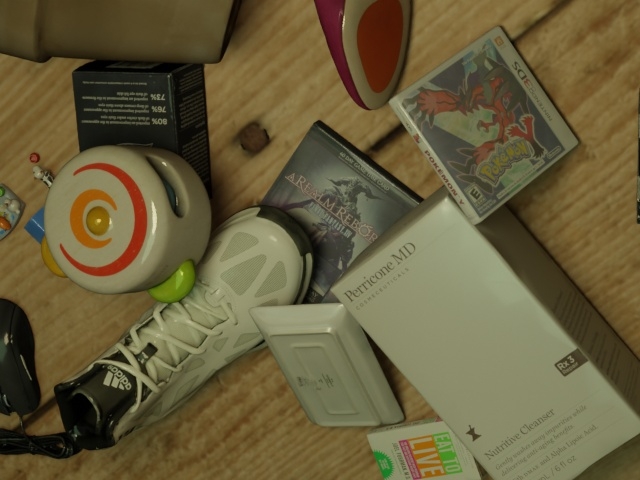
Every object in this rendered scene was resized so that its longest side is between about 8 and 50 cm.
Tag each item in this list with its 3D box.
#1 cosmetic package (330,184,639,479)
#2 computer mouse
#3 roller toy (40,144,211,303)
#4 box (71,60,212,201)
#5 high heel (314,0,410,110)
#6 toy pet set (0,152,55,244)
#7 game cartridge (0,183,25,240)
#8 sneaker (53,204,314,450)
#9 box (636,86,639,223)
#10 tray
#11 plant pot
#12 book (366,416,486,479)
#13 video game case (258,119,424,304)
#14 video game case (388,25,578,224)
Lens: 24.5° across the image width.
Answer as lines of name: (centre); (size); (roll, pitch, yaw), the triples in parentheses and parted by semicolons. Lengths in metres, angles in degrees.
cosmetic package: (0.224, 0.122, 1.893); (0.385, 0.156, 0.217); (47, 115, -4)
computer mouse: (-0.445, 0.221, 2.238); (0.184, 0.060, 0.262); (5, 109, 20)
roller toy: (-0.253, -0.028, 1.900); (0.209, 0.146, 0.191); (17, 99, 25)
box: (-0.242, -0.140, 2.021); (0.153, 0.108, 0.207); (4, 108, 19)
high heel: (0.007, -0.355, 1.886); (0.181, 0.127, 0.377); (16, 119, 46)
toy pet set: (-0.424, -0.044, 2.133); (0.122, 0.065, 0.114); (-43, 94, 15)
game cartridge: (-0.475, -0.037, 2.193); (0.056, 0.017, 0.083); (41, 116, 0)
sneaker: (-0.193, 0.149, 1.991); (0.169, 0.257, 0.447); (45, 122, 1)
box: (0.496, -0.103, 1.788); (0.220, 0.051, 0.175); (3, 108, 19)
tray: (0.009, 0.179, 1.994); (0.145, 0.030, 0.270); (-3, 139, 22)
plant pot: (-0.234, -0.355, 1.866); (0.280, 0.323, 0.323); (16, 112, -2)
book: (0.147, 0.295, 2.053); (0.144, 0.035, 0.096); (-15, 106, 27)
video game case: (0.000, 0.000, 2.022); (0.196, 0.026, 0.274); (38, 116, 6)
video game case: (0.204, -0.144, 1.814); (0.183, 0.201, 0.023); (55, 149, -3)
